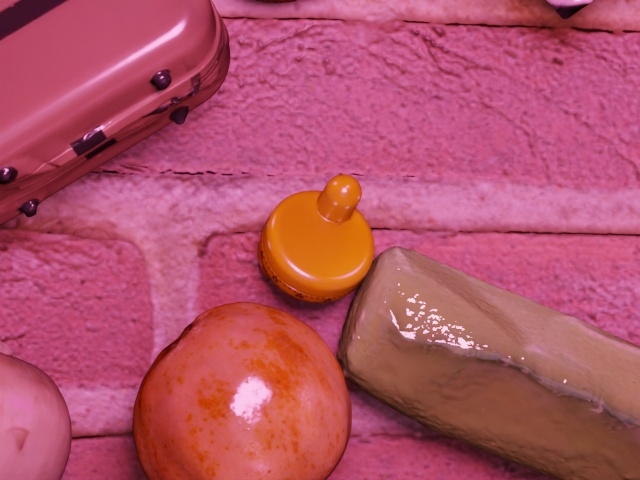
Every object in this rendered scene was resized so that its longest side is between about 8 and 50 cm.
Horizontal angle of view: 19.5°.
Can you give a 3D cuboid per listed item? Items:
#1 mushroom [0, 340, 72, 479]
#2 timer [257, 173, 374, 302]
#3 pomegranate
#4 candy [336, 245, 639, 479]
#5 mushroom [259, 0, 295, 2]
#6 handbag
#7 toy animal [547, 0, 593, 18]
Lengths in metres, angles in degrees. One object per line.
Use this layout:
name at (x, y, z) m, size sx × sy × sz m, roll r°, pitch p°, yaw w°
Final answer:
mushroom at (-0.372, 0.103, 1.650) m, size 0.314 × 0.314 × 0.336 m, roll 4°, pitch 80°, yaw -2°
timer at (0.000, 0.000, 1.702) m, size 0.107 × 0.109 × 0.107 m, roll 9°, pitch 59°, yaw -15°
pomegranate at (-0.071, 0.160, 1.691) m, size 0.207 × 0.207 × 0.207 m, roll 0°, pitch 101°, yaw -1°
candy at (0.186, 0.129, 1.729) m, size 0.343 × 0.132 × 0.142 m, roll 24°, pitch 142°, yaw -4°
mushroom at (-0.031, -0.267, 1.666) m, size 0.126 × 0.085 × 0.109 m, roll 1°, pitch 66°, yaw 1°
handbag at (-0.259, -0.187, 1.620) m, size 0.302 × 0.149 × 0.283 m, roll -31°, pitch 69°, yaw -2°
toy animal at (0.252, -0.332, 1.599) m, size 0.267 × 0.212 × 0.212 m, roll -33°, pitch 100°, yaw 11°
